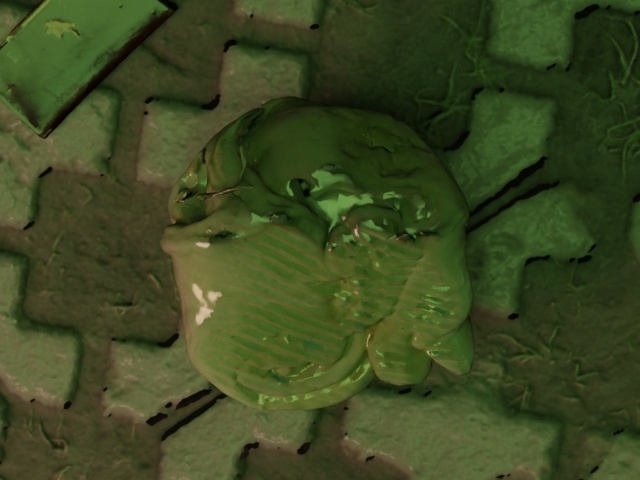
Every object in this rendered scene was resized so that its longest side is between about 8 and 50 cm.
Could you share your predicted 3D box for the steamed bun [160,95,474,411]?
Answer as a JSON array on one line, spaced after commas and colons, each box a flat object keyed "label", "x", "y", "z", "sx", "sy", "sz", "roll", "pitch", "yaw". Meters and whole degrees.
[{"label": "steamed bun", "x": 0.000, "y": 0.000, "z": 1.739, "sx": 0.268, "sy": 0.207, "sz": 0.280, "roll": -6, "pitch": 131, "yaw": 4}]

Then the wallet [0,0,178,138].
[{"label": "wallet", "x": -0.225, "y": -0.183, "z": 1.780, "sx": 0.095, "sy": 0.026, "sz": 0.176, "roll": 43, "pitch": 103, "yaw": -14}]
